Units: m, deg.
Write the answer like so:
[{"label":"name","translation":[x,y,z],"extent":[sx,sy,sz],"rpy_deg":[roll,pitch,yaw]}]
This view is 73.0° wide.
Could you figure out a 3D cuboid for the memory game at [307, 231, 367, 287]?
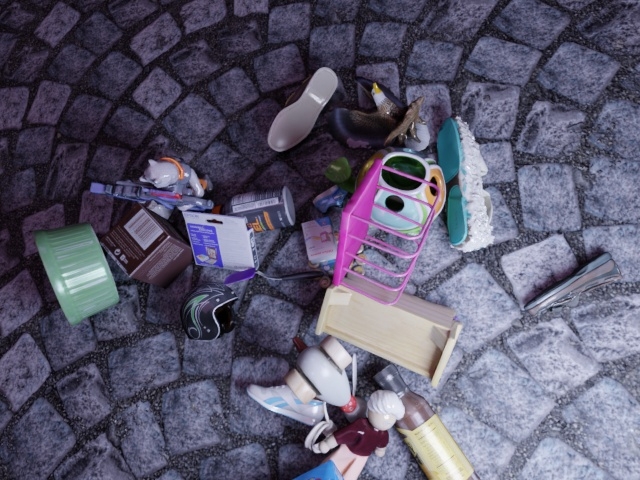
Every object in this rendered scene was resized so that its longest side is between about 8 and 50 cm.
[{"label":"memory game","translation":[0.051,0.062,1.316],"extent":[0.186,0.012,0.186],"rpy_deg":[-3,73,11]}]

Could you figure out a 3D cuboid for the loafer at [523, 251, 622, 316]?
[{"label":"loafer","translation":[0.667,0.131,1.131],"extent":[0.267,0.096,0.084],"rpy_deg":[-33,76,-2]}]

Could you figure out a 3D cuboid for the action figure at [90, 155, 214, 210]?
[{"label":"action figure","translation":[-0.479,-0.188,1.286],"extent":[0.341,0.330,0.179],"rpy_deg":[8,91,-11]}]

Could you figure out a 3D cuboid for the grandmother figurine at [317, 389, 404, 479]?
[{"label":"grandmother figurine","translation":[0.095,0.512,1.072],"extent":[0.104,0.208,0.342],"rpy_deg":[44,108,44]}]

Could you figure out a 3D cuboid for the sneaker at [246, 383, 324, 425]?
[{"label":"sneaker","translation":[-0.095,0.437,1.203],"extent":[0.228,0.087,0.092],"rpy_deg":[17,71,8]}]

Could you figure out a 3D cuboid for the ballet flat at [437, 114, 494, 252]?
[{"label":"ballet flat","translation":[0.427,-0.161,1.262],"extent":[0.147,0.147,0.409],"rpy_deg":[-3,76,11]}]

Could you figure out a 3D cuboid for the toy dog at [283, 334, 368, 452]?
[{"label":"toy dog","translation":[0.013,0.352,1.096],"extent":[0.220,0.334,0.161],"rpy_deg":[-22,37,-20]}]

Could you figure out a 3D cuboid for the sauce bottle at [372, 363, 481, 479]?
[{"label":"sauce bottle","translation":[0.258,0.481,1.102],"extent":[0.111,0.111,0.344],"rpy_deg":[-34,69,0]}]

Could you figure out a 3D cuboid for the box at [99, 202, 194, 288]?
[{"label":"box","translation":[-0.521,0.022,1.342],"extent":[0.168,0.203,0.167],"rpy_deg":[42,85,20]}]

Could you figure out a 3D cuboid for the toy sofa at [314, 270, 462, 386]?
[{"label":"toy sofa","translation":[0.184,0.227,1.180],"extent":[0.362,0.177,0.150],"rpy_deg":[20,110,16]}]

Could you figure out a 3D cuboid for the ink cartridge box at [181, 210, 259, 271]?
[{"label":"ink cartridge box","translation":[-0.301,-0.003,1.316],"extent":[0.206,0.208,0.045],"rpy_deg":[8,38,14]}]

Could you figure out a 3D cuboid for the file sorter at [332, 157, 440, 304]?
[{"label":"file sorter","translation":[0.161,-0.007,1.072],"extent":[0.182,0.291,0.202],"rpy_deg":[23,54,14]}]

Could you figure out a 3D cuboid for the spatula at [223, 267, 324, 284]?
[{"label":"spatula","translation":[-0.138,0.105,1.292],"extent":[0.296,0.084,0.030],"rpy_deg":[0,108,-3]}]

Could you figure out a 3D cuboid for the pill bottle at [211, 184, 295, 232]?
[{"label":"pill bottle","translation":[-0.211,-0.087,1.351],"extent":[0.245,0.130,0.130],"rpy_deg":[-10,72,9]}]

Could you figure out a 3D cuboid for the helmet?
[{"label":"helmet","translation":[-0.326,0.204,1.272],"extent":[0.169,0.169,0.162],"rpy_deg":[-1,90,11]}]

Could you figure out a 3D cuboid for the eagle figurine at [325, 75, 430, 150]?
[{"label":"eagle figurine","translation":[0.190,-0.397,1.353],"extent":[0.226,0.225,0.298],"rpy_deg":[-14,24,-30]}]

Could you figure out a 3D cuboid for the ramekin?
[{"label":"ramekin","translation":[-0.733,0.091,1.315],"extent":[0.148,0.303,0.303],"rpy_deg":[-22,68,-28]}]

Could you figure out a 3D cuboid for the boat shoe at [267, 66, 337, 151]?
[{"label":"boat shoe","translation":[-0.069,-0.430,1.441],"extent":[0.116,0.096,0.324],"rpy_deg":[36,86,-22]}]

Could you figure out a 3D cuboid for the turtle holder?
[{"label":"turtle holder","translation":[0.201,-0.170,1.230],"extent":[0.320,0.227,0.243],"rpy_deg":[43,85,14]}]

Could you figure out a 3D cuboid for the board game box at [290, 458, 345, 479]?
[{"label":"board game box","translation":[-0.032,0.722,1.019],"extent":[0.302,0.086,0.308],"rpy_deg":[-28,104,2]}]

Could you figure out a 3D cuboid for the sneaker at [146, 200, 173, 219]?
[{"label":"sneaker","translation":[-0.565,-0.088,1.441],"extent":[0.080,0.094,0.212],"rpy_deg":[21,79,18]}]

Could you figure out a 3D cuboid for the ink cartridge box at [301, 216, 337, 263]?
[{"label":"ink cartridge box","translation":[0.000,0.000,1.309],"extent":[0.088,0.052,0.122],"rpy_deg":[-15,73,6]}]

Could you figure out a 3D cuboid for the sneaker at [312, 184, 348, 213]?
[{"label":"sneaker","translation":[0.058,-0.139,1.359],"extent":[0.162,0.063,0.073],"rpy_deg":[-32,93,0]}]
